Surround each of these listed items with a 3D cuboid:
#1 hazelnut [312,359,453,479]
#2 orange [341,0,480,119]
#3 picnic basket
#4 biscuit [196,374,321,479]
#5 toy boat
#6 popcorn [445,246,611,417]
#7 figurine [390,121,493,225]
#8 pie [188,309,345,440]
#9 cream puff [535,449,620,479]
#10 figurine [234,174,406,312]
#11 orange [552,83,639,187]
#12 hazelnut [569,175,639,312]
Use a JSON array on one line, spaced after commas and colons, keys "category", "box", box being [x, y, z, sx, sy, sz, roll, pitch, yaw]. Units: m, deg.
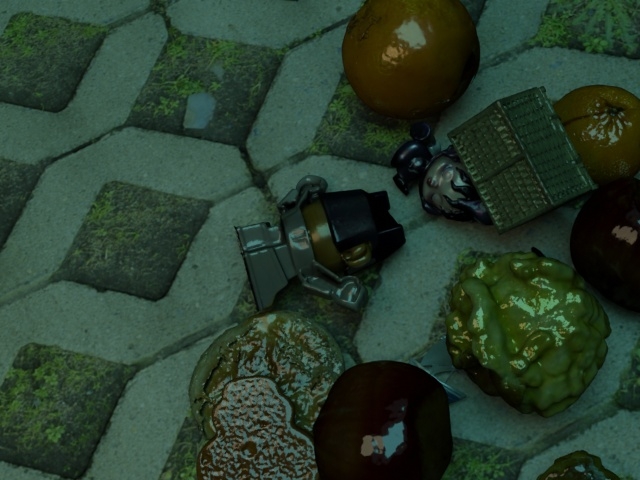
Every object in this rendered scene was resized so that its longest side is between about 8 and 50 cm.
[{"category": "hazelnut", "box": [0.091, 0.300, 1.583, 0.229, 0.229, 0.229, -2, 66, 4]}, {"category": "orange", "box": [0.161, -0.332, 1.851, 0.246, 0.246, 0.246, -2, 66, 4]}, {"category": "picnic basket", "box": [0.339, -0.134, 1.712, 0.154, 0.134, 0.196, -22, 81, -41]}, {"category": "biscuit", "box": [-0.091, 0.378, 1.630, 0.202, 0.047, 0.334, -9, 80, 4]}, {"category": "toy boat", "box": [0.200, 0.197, 1.719, 0.105, 0.034, 0.149, 12, 68, 7]}, {"category": "popcorn", "box": [0.312, 0.133, 1.625, 0.237, 0.293, 0.293, -46, 69, 3]}, {"category": "figurine", "box": [0.238, -0.098, 1.811, 0.222, 0.145, 0.145, 39, 74, 24]}, {"category": "pie", "box": [-0.086, 0.241, 1.716, 0.274, 0.055, 0.274, -3, 69, 8]}, {"category": "cream puff", "box": [0.392, 0.391, 1.582, 0.146, 0.116, 0.146, -2, 85, 21]}, {"category": "figurine", "box": [0.000, 0.001, 1.767, 0.308, 0.143, 0.309, -3, 68, 7]}, {"category": "orange", "box": [0.478, -0.183, 1.797, 0.193, 0.161, 0.193, -4, 56, 6]}, {"category": "hazelnut", "box": [0.527, 0.008, 1.697, 0.234, 0.218, 0.218, 33, 72, 11]}]
